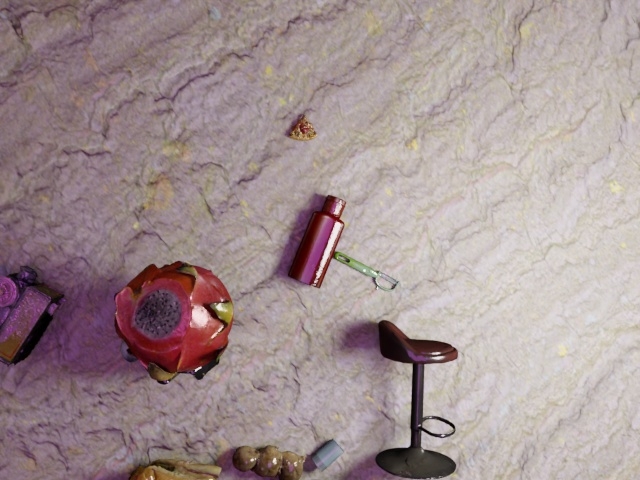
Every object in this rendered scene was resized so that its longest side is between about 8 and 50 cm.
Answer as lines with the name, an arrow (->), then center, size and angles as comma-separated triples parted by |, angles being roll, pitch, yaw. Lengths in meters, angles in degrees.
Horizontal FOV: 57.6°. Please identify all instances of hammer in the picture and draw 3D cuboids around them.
hammer -> -0.518, 0.230, 1.605 | 0.116, 0.069, 0.194 | -24, 89, -5

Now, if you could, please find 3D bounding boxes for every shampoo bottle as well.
shampoo bottle -> 0.000, 0.000, 1.662 | 0.102, 0.064, 0.260 | 22, 87, -3

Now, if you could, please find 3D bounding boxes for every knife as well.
knife -> 0.129, 0.095, 1.704 | 0.212, 0.015, 0.054 | 28, 95, -7

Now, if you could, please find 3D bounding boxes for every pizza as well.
pizza -> -0.052, -0.325, 1.671 | 0.083, 0.025, 0.078 | -5, 94, -6

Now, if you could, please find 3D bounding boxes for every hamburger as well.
hamburger -> -0.437, 0.701, 1.571 | 0.209, 0.162, 0.330 | 38, 89, -3

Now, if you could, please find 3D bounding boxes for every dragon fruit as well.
dragon fruit -> -0.348, 0.182, 1.373 | 0.290, 0.189, 0.291 | 0, 90, 2

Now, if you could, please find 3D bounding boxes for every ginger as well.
ginger -> -0.149, 0.631, 1.644 | 0.204, 0.080, 0.104 | 20, 94, -9

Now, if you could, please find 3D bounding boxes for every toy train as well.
toy train -> -0.813, 0.201, 1.532 | 0.177, 0.134, 0.261 | 33, 87, -6

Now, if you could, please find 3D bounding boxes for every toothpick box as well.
toothpick box -> 0.021, 0.618, 1.678 | 0.083, 0.052, 0.052 | -40, 95, -6

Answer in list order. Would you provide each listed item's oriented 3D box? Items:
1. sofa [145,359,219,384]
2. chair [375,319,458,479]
sofa -> -0.370, 0.239, 1.566 | 0.182, 0.200, 0.258 | 5, 91, 4
chair -> 0.267, 0.426, 1.620 | 0.226, 0.226, 0.401 | 0, 90, -7
